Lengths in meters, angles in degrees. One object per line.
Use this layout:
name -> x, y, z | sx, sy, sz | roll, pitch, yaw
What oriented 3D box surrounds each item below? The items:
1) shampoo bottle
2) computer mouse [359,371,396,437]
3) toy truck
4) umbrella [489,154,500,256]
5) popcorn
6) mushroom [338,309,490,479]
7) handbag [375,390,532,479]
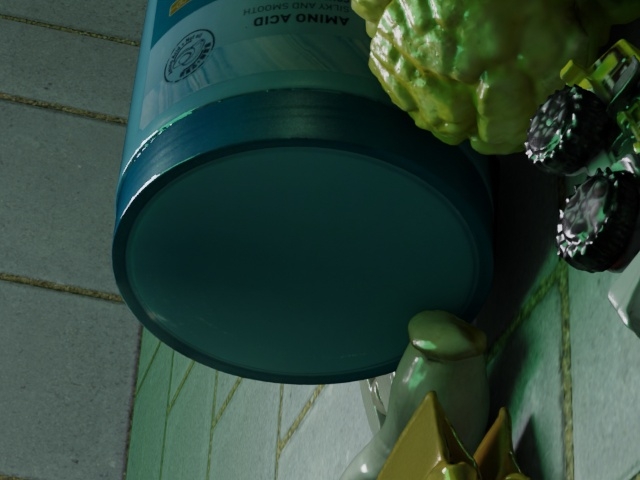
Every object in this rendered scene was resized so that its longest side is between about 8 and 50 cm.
shampoo bottle -> -0.011, -0.099, 1.588 | 0.331, 0.331, 0.343 | 114, 164, -46
computer mouse -> 0.083, 0.081, 1.722 | 0.145, 0.082, 0.237 | 126, 153, -62
toy truck -> 0.218, -0.027, 1.094 | 0.111, 0.136, 0.286 | -50, 25, 24
umbrella -> 0.149, -0.022, 1.622 | 0.036, 0.031, 0.133 | -25, 51, 53
popcorn -> 0.146, -0.201, 1.361 | 0.270, 0.224, 0.258 | -98, 29, -73
mushroom -> 0.084, 0.199, 1.578 | 0.109, 0.097, 0.351 | 45, 137, 25
handbag -> 0.097, 0.340, 1.346 | 0.401, 0.133, 0.283 | -97, 26, -53
